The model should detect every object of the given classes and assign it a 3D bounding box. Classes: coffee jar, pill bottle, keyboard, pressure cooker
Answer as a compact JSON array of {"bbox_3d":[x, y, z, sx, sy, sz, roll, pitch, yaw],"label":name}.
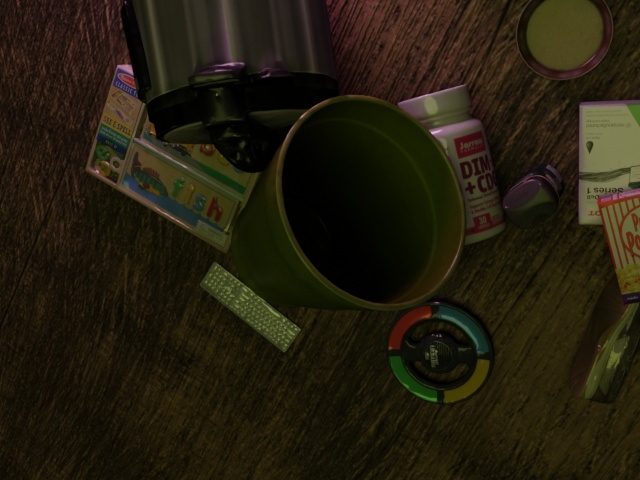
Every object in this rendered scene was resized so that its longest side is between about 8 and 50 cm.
[{"bbox_3d":[0.390,-0.081,1.423,0.096,0.184,0.079,-37,89,25],"label":"coffee jar"},{"bbox_3d":[0.244,-0.140,1.477,0.160,0.160,0.283,-12,99,23],"label":"pill bottle"},{"bbox_3d":[-0.163,0.152,1.792,0.256,0.014,0.072,37,114,9],"label":"keyboard"},{"bbox_3d":[-0.153,-0.334,1.440,0.375,0.369,0.421,-7,92,51],"label":"pressure cooker"}]

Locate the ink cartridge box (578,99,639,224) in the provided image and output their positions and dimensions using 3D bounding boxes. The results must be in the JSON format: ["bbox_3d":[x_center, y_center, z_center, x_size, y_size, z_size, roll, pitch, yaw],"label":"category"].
[{"bbox_3d":[0.547,-0.139,1.397,0.160,0.092,0.220,1,104,21],"label":"ink cartridge box"}]

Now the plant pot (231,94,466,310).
[{"bbox_3d":[0.011,-0.022,1.418,0.367,0.366,0.353,60,147,-1],"label":"plant pot"}]

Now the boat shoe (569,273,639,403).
[{"bbox_3d":[0.567,0.178,1.474,0.092,0.103,0.285,19,99,-10],"label":"boat shoe"}]

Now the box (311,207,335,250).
[{"bbox_3d":[0.000,0.000,1.666,0.231,0.056,0.183,-17,98,24],"label":"box"}]

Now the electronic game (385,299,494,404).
[{"bbox_3d":[0.248,0.236,1.635,0.229,0.048,0.229,6,106,20],"label":"electronic game"}]

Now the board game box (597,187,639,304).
[{"bbox_3d":[0.577,0.003,1.350,0.146,0.045,0.194,-15,101,23],"label":"board game box"}]

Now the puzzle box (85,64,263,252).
[{"bbox_3d":[-0.319,-0.185,1.746,0.408,0.052,0.272,29,111,12],"label":"puzzle box"}]

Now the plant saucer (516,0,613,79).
[{"bbox_3d":[0.442,-0.377,1.413,0.168,0.029,0.169,5,105,21],"label":"plant saucer"}]
